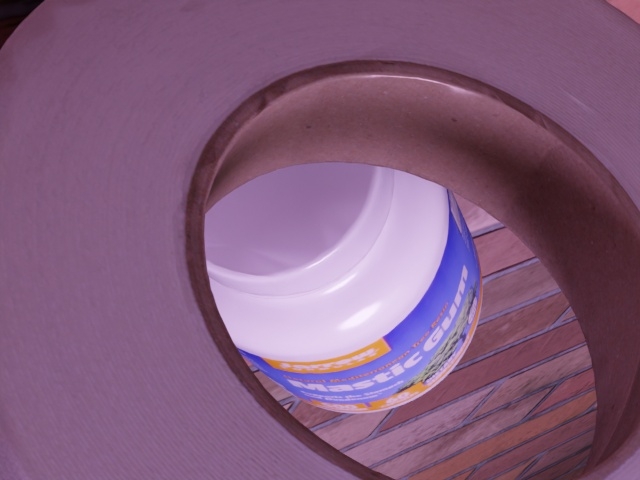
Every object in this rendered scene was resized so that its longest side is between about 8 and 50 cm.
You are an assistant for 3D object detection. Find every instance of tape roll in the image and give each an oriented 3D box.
[{"bbox_3d":[0.036,0.028,0.726,0.392,0.392,0.072,-23,158,-32],"label":"tape roll"}]

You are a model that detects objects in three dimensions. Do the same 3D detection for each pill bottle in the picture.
[{"bbox_3d":[0.000,0.000,0.957,0.152,0.152,0.272,-35,162,1],"label":"pill bottle"}]
